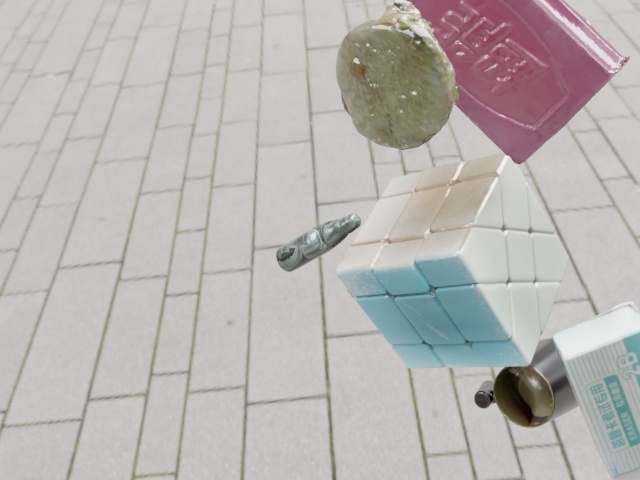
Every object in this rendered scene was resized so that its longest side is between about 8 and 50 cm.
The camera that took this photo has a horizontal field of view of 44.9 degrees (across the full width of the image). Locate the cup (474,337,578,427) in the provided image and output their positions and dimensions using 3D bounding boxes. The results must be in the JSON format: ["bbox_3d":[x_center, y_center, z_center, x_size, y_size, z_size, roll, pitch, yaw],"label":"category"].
[{"bbox_3d":[0.464,0.339,1.716,0.177,0.239,0.166,-14,62,-49],"label":"cup"}]

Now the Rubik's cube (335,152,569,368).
[{"bbox_3d":[0.283,0.051,1.621,0.316,0.322,0.318,-9,37,43],"label":"Rubik's cube"}]

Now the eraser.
[{"bbox_3d":[0.340,0.180,0.861,0.096,0.225,0.052,-25,27,9],"label":"eraser"}]

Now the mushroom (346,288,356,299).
[{"bbox_3d":[0.166,0.081,2.222,0.092,0.081,0.223,38,84,14],"label":"mushroom"}]

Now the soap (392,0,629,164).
[{"bbox_3d":[0.303,-0.338,1.313,0.359,0.233,0.128,46,39,6],"label":"soap"}]

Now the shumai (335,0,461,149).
[{"bbox_3d":[0.118,-0.234,1.086,0.201,0.201,0.120,23,40,32],"label":"shumai"}]

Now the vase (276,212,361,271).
[{"bbox_3d":[0.000,0.000,1.575,0.211,0.060,0.060,-29,25,35],"label":"vase"}]
